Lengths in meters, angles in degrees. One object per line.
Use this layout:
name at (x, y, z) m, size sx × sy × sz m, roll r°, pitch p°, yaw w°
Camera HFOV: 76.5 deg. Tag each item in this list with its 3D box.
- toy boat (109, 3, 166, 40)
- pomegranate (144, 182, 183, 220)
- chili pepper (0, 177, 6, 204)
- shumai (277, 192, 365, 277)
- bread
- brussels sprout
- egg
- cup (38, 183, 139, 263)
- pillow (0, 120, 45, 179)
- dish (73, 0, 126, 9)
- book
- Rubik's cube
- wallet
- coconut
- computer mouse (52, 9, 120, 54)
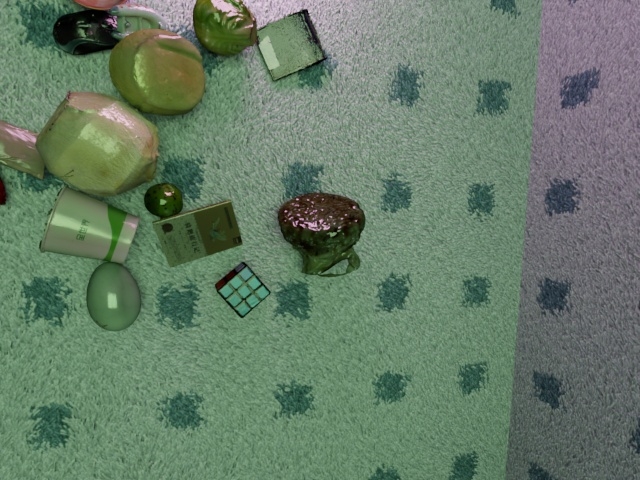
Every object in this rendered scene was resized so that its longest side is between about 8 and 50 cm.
toy boat at (-0.662, -0.788, 1.489) m, size 0.208 × 0.079 × 0.134 m, roll -24°, pitch 138°, yaw -44°
pomegranate at (-0.611, -0.142, 1.585) m, size 0.143 × 0.122 × 0.168 m, roll 3°, pitch 93°, yaw -21°
chili pepper at (-1.212, -0.282, 1.379) m, size 0.110 × 0.110 × 0.387 m, roll -41°, pitch 105°, yaw -11°
shumai at (0.000, 0.000, 1.723) m, size 0.396 × 0.395 × 0.347 m, roll -11°, pitch 124°, yaw -17°
bread at (-0.586, -0.604, 1.476) m, size 0.321 × 0.237 × 0.320 m, roll -8°, pitch 101°, yaw -43°
brussels sprout at (-0.368, -0.835, 1.567) m, size 0.244 × 0.244 × 0.243 m, roll -2°, pitch 95°, yaw -18°
egg at (-0.778, 0.210, 1.529) m, size 0.183 × 0.183 × 0.263 m, roll -10°, pitch 94°, yaw -17°
cup at (-0.823, -0.041, 1.470) m, size 0.274 × 0.253 × 0.253 m, roll 19°, pitch 89°, yaw -25°
pillow at (-1.090, -0.326, 1.393) m, size 0.270 × 0.067 × 0.173 m, roll 16°, pitch 70°, yaw -42°
dish at (-0.809, -0.925, 1.455) m, size 0.261 × 0.085 × 0.260 m, roll 3°, pitch 82°, yaw -23°
book at (-0.488, -0.027, 1.648) m, size 0.311 × 0.021 × 0.216 m, roll -19°, pitch 123°, yaw -16°
Rubik's cube at (-0.326, 0.202, 1.694) m, size 0.161 × 0.163 × 0.162 m, roll -42°, pitch 102°, yaw -11°
wallet at (-0.128, -0.825, 1.722) m, size 0.262 × 0.071 × 0.220 m, roll -28°, pitch 108°, yaw -11°
coconut at (-0.745, -0.327, 1.417) m, size 0.360 × 0.346 × 0.346 m, roll 36°, pitch 83°, yaw -39°
computer mouse at (-0.842, -0.757, 1.466) m, size 0.234 × 0.096 × 0.137 m, roll -19°, pitch 100°, yaw -15°
